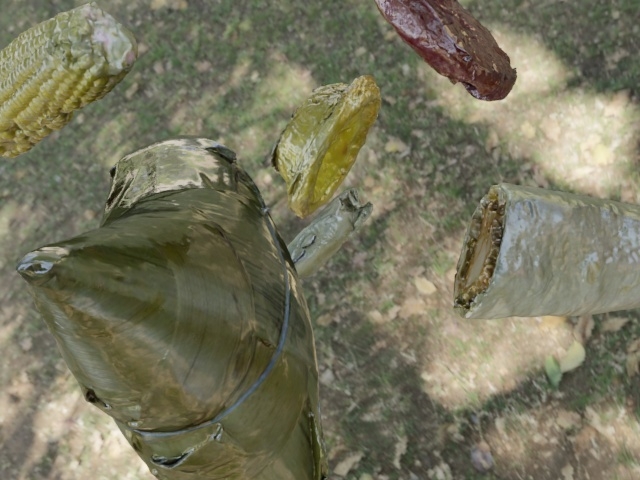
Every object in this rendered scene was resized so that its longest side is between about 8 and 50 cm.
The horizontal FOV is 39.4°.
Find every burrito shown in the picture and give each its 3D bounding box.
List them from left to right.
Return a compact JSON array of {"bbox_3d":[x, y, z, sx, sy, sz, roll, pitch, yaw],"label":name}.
[{"bbox_3d":[0.000,0.000,0.997,0.149,0.055,0.041,-47,35,-17],"label":"burrito"},{"bbox_3d":[0.266,0.011,0.960,0.105,0.299,0.143,-38,56,56],"label":"burrito"}]

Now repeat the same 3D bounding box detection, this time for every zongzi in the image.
[{"bbox_3d":[-0.123,-0.004,0.633,0.159,0.360,0.323,-25,55,5],"label":"zongzi"}]

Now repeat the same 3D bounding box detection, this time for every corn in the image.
[{"bbox_3d":[-0.244,-0.128,0.762,0.288,0.086,0.087,-12,53,49],"label":"corn"}]

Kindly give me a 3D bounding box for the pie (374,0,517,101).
[{"bbox_3d":[0.098,-0.166,0.704,0.036,0.154,0.155,-44,48,25],"label":"pie"}]

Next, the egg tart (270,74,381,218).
[{"bbox_3d":[0.004,-0.121,1.071,0.074,0.191,0.191,34,79,12],"label":"egg tart"}]
